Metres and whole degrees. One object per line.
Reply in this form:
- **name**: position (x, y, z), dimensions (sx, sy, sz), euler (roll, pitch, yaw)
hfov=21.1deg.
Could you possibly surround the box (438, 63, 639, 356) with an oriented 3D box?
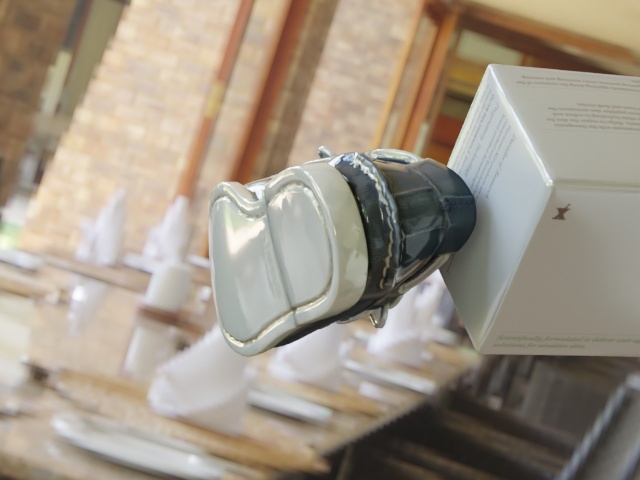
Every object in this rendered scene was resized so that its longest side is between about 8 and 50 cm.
- **box**: position (0.116, -0.012, 0.767), dimensions (0.101, 0.102, 0.087), euler (3, 39, -22)

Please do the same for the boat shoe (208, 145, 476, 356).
- **boat shoe**: position (0.000, 0.000, 0.842), dimensions (0.079, 0.095, 0.254), euler (-11, -7, -18)
